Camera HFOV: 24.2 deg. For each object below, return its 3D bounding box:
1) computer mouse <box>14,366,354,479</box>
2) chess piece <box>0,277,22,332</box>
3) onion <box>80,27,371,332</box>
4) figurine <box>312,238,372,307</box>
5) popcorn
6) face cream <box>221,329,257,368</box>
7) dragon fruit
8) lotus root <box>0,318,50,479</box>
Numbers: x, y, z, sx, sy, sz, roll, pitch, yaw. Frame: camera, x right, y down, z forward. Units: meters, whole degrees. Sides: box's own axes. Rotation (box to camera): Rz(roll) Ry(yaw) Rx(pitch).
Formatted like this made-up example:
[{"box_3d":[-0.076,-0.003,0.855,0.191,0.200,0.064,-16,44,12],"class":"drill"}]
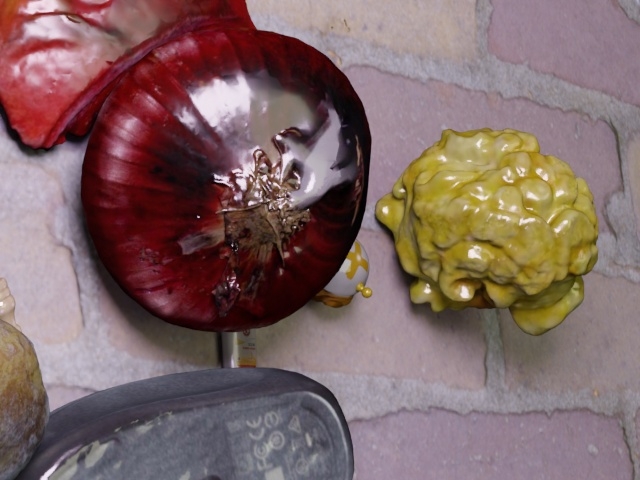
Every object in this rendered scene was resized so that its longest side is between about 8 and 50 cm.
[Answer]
[{"box_3d":[-0.131,0.220,1.271,0.374,0.114,0.203,-13,92,-40],"class":"computer mouse"},{"box_3d":[-0.270,0.042,1.227,0.035,0.035,0.092,-37,111,-45],"class":"chess piece"},{"box_3d":[-0.086,-0.062,1.342,0.273,0.285,0.273,-4,108,-14],"class":"onion"},{"box_3d":[0.002,-0.002,1.507,0.101,0.068,0.143,10,60,-40],"class":"figurine"},{"box_3d":[0.179,-0.006,1.591,0.181,0.235,0.216,-73,148,-44],"class":"popcorn"},{"box_3d":[-0.078,0.089,1.426,0.040,0.021,0.083,6,75,-47],"class":"face cream"},{"box_3d":[-0.174,-0.243,1.360,0.343,0.100,0.282,-27,96,-48],"class":"dragon fruit"},{"box_3d":[-0.329,0.162,1.041,0.322,0.158,0.140,-30,77,-41],"class":"lotus root"}]
